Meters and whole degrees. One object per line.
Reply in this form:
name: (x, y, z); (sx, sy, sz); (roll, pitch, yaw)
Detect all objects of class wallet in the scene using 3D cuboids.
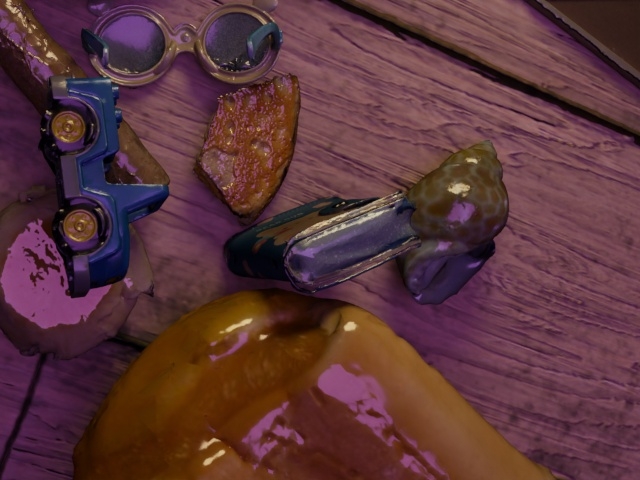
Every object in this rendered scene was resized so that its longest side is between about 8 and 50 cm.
wallet: (0.000, 0.001, 0.991); (0.141, 0.202, 0.059); (-24, 98, -18)

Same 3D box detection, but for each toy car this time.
toy car: (-0.186, -0.051, 0.906); (0.100, 0.097, 0.191); (-6, 83, -17)

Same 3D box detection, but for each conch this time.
conch: (0.131, -0.020, 1.086); (0.116, 0.106, 0.173); (13, 108, -36)

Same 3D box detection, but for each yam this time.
yam: (-0.253, -0.156, 0.977); (0.066, 0.066, 0.300); (-39, 103, -11)

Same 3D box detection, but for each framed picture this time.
framed picture: (0.357, -0.298, 1.178); (0.289, 0.020, 0.211); (32, 84, -16)

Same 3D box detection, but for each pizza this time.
pizza: (-0.072, -0.096, 1.051); (0.099, 0.035, 0.160); (17, 88, -25)

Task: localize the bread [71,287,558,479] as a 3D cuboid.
bread: (-0.026, 0.240, 0.982); (0.394, 0.250, 0.361); (44, 78, -11)

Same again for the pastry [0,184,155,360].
pastry: (-0.242, 0.029, 0.981); (0.165, 0.088, 0.166); (-1, 94, -17)

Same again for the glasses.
glasses: (-0.126, -0.160, 0.946); (0.189, 0.220, 0.088); (-2, 113, -4)
